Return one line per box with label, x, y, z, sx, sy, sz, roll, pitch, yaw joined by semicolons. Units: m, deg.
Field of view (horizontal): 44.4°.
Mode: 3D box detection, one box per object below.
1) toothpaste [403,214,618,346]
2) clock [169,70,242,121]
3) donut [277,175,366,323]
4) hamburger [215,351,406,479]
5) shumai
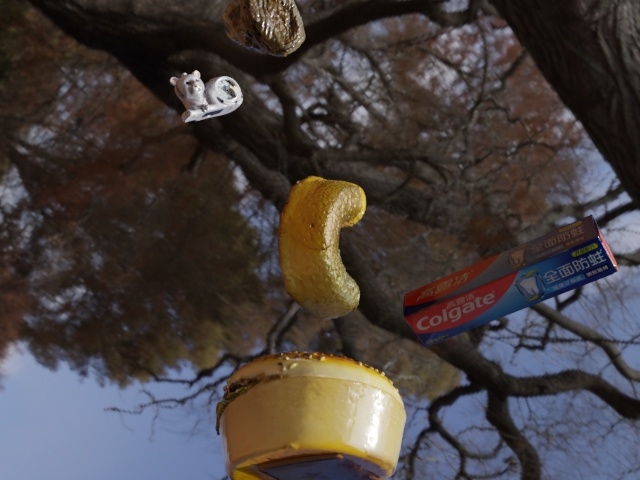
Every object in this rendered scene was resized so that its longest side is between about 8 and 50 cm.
toothpaste;0.284;0.066;1.205;0.320;0.076;0.066;-27;-153;22
clock;-0.284;-0.374;1.969;0.176;0.117;0.080;-19;178;-31
donut;-0.003;0.004;1.310;0.101;0.152;0.259;-2;-102;32
hamburger;-0.019;0.272;1.179;0.300;0.300;0.176;-23;-130;31
shumai;-0.146;-0.575;2.094;0.184;0.218;0.185;-43;-176;-25
